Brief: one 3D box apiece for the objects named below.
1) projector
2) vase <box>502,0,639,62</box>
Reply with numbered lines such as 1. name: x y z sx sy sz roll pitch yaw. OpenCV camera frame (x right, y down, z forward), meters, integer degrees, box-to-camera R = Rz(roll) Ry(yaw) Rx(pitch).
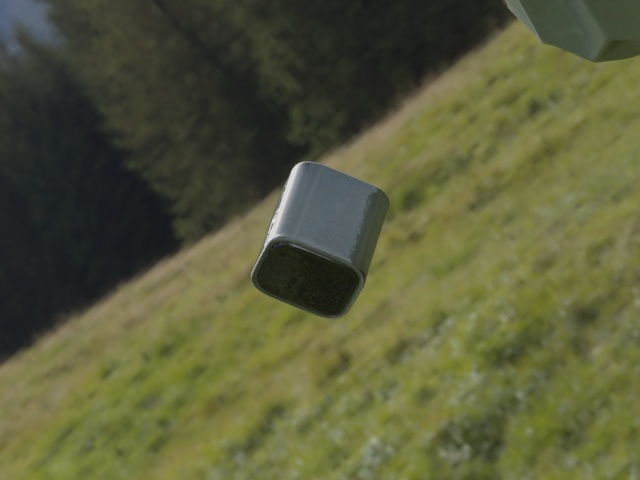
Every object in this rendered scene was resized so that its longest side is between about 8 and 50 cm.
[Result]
1. projector: 0.000 0.000 1.416 0.083 0.083 0.082 118 172 -54
2. vase: 0.117 -0.259 1.070 0.165 0.360 0.165 -22 47 26
